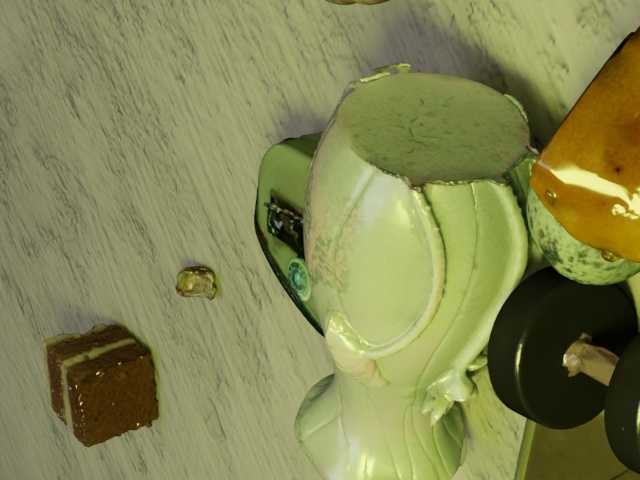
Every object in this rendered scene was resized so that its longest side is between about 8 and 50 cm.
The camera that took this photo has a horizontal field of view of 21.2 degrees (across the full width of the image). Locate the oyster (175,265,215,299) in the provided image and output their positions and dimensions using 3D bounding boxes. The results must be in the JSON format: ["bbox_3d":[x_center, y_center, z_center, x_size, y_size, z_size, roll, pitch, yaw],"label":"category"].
[{"bbox_3d":[-0.170,0.057,2.331,0.093,0.034,0.051,6,125,46],"label":"oyster"}]

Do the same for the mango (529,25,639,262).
[{"bbox_3d":[0.291,-0.085,1.374,0.166,0.136,0.236,37,98,6],"label":"mango"}]

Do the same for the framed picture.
[{"bbox_3d":[0.275,0.259,1.637,0.281,0.019,0.208,12,88,57],"label":"framed picture"}]

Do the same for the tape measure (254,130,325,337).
[{"bbox_3d":[0.000,0.000,1.955,0.207,0.115,0.235,28,126,47],"label":"tape measure"}]

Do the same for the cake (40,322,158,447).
[{"bbox_3d":[-0.334,0.212,2.560,0.147,0.135,0.134,27,127,51],"label":"cake"}]

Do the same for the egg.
[{"bbox_3d":[0.251,-0.045,1.513,0.132,0.132,0.172,28,114,51],"label":"egg"}]

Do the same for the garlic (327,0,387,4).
[{"bbox_3d":[0.009,-0.356,1.751,0.245,0.160,0.245,29,144,23],"label":"garlic"}]

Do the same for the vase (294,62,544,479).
[{"bbox_3d":[0.085,0.055,1.723,0.250,0.250,0.445,47,144,38],"label":"vase"}]

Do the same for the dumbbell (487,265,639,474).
[{"bbox_3d":[0.270,0.119,1.534,0.218,0.152,0.152,23,122,53],"label":"dumbbell"}]
